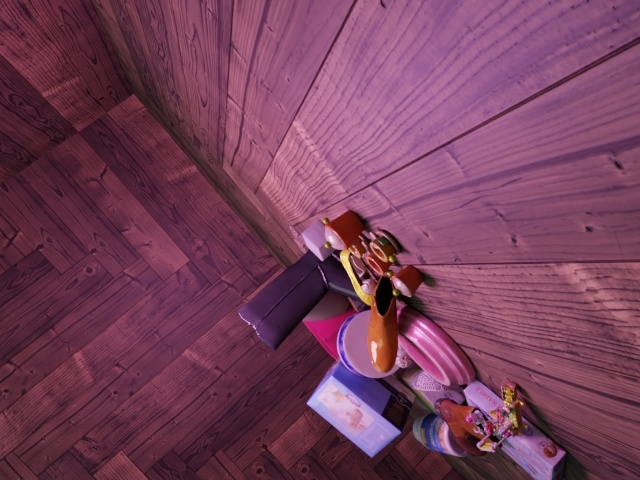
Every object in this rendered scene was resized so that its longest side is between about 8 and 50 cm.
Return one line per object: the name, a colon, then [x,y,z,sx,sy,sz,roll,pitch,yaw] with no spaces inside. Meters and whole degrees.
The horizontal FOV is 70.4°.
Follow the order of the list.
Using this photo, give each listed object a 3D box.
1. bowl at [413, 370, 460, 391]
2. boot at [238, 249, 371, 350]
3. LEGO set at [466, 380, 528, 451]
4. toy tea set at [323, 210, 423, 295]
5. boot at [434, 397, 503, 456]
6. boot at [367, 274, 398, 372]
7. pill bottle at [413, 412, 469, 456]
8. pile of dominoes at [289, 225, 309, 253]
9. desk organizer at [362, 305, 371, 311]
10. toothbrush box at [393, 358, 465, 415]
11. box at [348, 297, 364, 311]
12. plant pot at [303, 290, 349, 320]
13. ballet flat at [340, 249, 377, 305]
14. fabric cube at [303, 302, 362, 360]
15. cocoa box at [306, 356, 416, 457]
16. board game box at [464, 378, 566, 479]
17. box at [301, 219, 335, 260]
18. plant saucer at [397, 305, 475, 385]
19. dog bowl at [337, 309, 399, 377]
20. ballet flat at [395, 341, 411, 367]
bowl: [0.434,0.514,1.692,0.170,0.170,0.079,90,-178,-77]
boot: [-0.035,0.246,1.712,0.367,0.445,0.146,43,167,25]
LEGO set: [0.500,0.518,1.290,0.132,0.107,0.286,49,153,29]
toy tea set: [0.132,0.050,1.292,0.336,0.124,0.200,36,162,47]
boot: [0.547,0.664,1.572,0.264,0.096,0.280,58,163,3]
boot: [0.199,0.270,1.460,0.104,0.294,0.211,0,161,9]
pill bottle: [0.500,0.794,1.877,0.152,0.152,0.272,50,153,-2]
pile of dominoes: [-0.078,0.051,2.237,0.196,0.040,0.251,42,166,28]
desk organizer: [0.211,0.295,1.951,0.130,0.047,0.050,53,165,-19]
toothbrush box: [0.448,0.613,1.909,0.206,0.122,0.283,47,167,5]
box: [0.159,0.232,1.857,0.028,0.081,0.136,34,161,49]
plant pot: [0.029,0.226,1.960,0.191,0.283,0.284,14,168,-4]
ballet flat: [0.145,0.128,1.585,0.230,0.077,0.077,60,153,-4]
fabric cube: [0.117,0.406,2.118,0.254,0.258,0.259,56,166,-26]
cocoa box: [0.169,0.654,1.867,0.347,0.228,0.231,38,124,7]
board game box: [0.628,0.636,1.477,0.319,0.066,0.317,39,164,42]
box: [0.000,0.000,1.691,0.102,0.087,0.101,42,166,28]
plant saucer: [0.369,0.372,1.546,0.332,0.084,0.332,45,168,13]
dog bowl: [0.204,0.403,1.782,0.265,0.265,0.104,49,163,3]
ballet flat: [0.280,0.368,1.710,0.077,0.091,0.240,126,121,-75]
